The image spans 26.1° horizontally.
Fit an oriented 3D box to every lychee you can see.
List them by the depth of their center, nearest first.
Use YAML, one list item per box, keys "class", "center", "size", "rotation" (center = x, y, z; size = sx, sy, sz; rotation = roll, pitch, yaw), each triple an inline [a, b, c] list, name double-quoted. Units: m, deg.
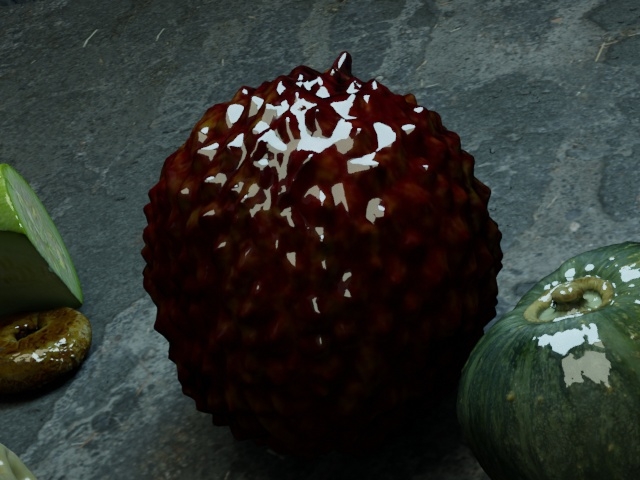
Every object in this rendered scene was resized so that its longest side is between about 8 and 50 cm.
- class: "lychee"
  center: [0.000, 0.000, 1.559]
  size: [0.424, 0.425, 0.500]
  rotation: [-7, 58, 15]

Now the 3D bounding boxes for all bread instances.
- class: "bread"
  center: [-0.400, 0.150, 1.879]
  size: [0.193, 0.064, 0.193]
  rotation: [-11, 23, 5]

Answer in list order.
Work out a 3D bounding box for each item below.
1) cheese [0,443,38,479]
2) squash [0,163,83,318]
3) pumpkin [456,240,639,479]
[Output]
- class: "cheese"
  center: [-0.356, 0.299, 1.451]
  size: [0.117, 0.235, 0.218]
  rotation: [-39, 6, 1]
- class: "squash"
  center: [-0.532, 0.042, 1.945]
  size: [0.309, 0.234, 0.210]
  rotation: [-27, 51, 0]
- class: "pumpkin"
  center: [0.305, 0.148, 1.332]
  size: [0.327, 0.257, 0.291]
  rotation: [-32, 19, -19]
